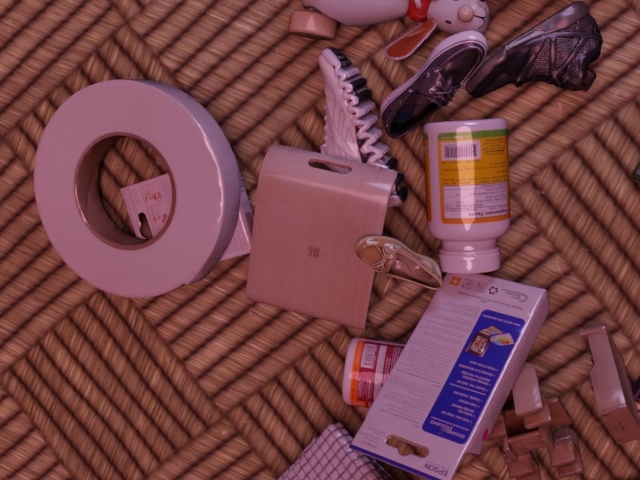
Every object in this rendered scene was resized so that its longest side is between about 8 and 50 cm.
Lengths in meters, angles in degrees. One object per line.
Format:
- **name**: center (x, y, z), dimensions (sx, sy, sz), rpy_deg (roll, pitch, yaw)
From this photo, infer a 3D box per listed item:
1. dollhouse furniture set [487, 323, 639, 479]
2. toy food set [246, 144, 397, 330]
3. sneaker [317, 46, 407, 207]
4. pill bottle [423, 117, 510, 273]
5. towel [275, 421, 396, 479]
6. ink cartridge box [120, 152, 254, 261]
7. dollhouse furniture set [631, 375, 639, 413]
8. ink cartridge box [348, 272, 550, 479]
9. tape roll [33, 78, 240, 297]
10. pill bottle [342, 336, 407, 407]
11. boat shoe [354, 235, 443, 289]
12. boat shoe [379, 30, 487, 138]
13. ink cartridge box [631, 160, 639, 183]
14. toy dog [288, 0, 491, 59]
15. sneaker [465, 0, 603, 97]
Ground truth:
- **dollhouse furniture set**: center (0.382, 0.264, 1.467), dimensions (0.242, 0.161, 0.212), rpy_deg (-21, 130, 21)
- **toy food set**: center (0.000, 0.000, 1.521), dimensions (0.220, 0.092, 0.306), rpy_deg (14, 118, 12)
- **sneaker**: center (0.045, -0.181, 1.506), dimensions (0.118, 0.110, 0.292), rpy_deg (-19, 94, 22)
- **pill bottle**: center (0.241, -0.074, 1.461), dimensions (0.137, 0.136, 0.245), rpy_deg (-2, 98, 11)
- **towel**: center (0.023, 0.491, 1.557), dimensions (0.283, 0.121, 0.235), rpy_deg (-53, 52, 10)
- **ink cartridge box**: center (-0.233, -0.043, 1.611), dimensions (0.225, 0.056, 0.180), rpy_deg (-15, 95, 25)
- **dollhouse furniture set**: center (0.552, 0.293, 1.467), dimensions (0.081, 0.114, 0.091), rpy_deg (30, 100, 1)
- **ink cartridge box**: center (0.210, 0.211, 1.404), dimensions (0.176, 0.371, 0.069), rpy_deg (14, 145, 34)
- **tape roll**: center (-0.328, -0.089, 1.572), dimensions (0.392, 0.072, 0.391), rpy_deg (4, 101, 21)
- **pill bottle**: center (0.155, 0.237, 1.531), dimensions (0.221, 0.121, 0.121), rpy_deg (7, 99, 11)
- **boat shoe**: center (0.127, 0.038, 1.431), dimensions (0.153, 0.048, 0.056), rpy_deg (25, 114, -17)
- **boat shoe**: center (0.181, -0.243, 1.435), dimensions (0.080, 0.076, 0.228), rpy_deg (27, 135, -33)
- **ink cartridge box**: center (0.655, -0.116, 1.395), dimensions (0.255, 0.097, 0.188), rpy_deg (28, 102, 4)
- **toy dog**: center (0.097, -0.395, 1.429), dimensions (0.334, 0.161, 0.220), rpy_deg (-9, 97, 12)
- **sneaker**: center (0.353, -0.273, 1.435), dimensions (0.228, 0.087, 0.130), rpy_deg (-30, 85, 8)
